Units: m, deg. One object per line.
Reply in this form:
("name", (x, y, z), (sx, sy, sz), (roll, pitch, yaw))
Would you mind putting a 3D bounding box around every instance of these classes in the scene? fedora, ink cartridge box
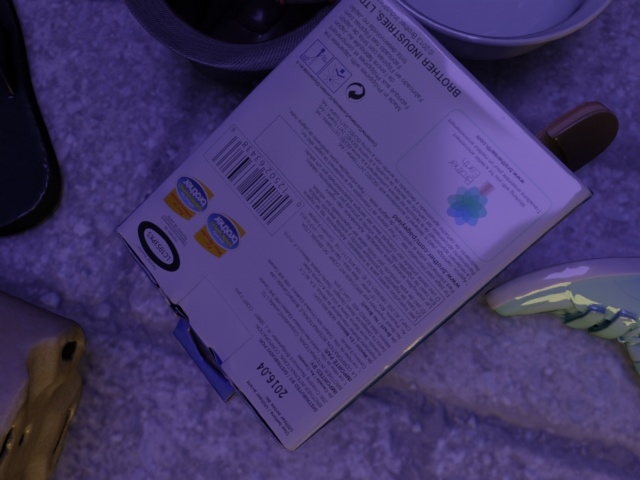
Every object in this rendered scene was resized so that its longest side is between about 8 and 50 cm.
("fedora", (-0.081, -0.274, 0.714), (0.244, 0.124, 0.275), (37, 70, 9))
("ink cartridge box", (0.000, 0.000, 0.594), (0.395, 0.151, 0.270), (-43, 77, 9))

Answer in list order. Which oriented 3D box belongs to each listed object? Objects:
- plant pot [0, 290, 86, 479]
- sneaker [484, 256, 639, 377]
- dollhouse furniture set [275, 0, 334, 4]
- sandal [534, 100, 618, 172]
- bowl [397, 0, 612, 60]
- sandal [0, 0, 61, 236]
("plant pot", (-0.397, 0.136, 0.547), (0.306, 0.334, 0.333), (16, 77, -4))
("sneaker", (0.299, 0.096, 0.615), (0.256, 0.094, 0.151), (-4, 78, 3))
("dollhouse furniture set", (-0.075, -0.317, 0.593), (0.184, 0.129, 0.128), (-6, 70, -9))
("sandal", (0.196, -0.084, 0.684), (0.240, 0.088, 0.079), (-30, 40, 9))
("bowl", (0.177, -0.316, 0.701), (0.298, 0.134, 0.297), (1, 75, -3))
("sandal", (-0.433, -0.218, 0.728), (0.168, 0.107, 0.445), (-29, 76, -5))
